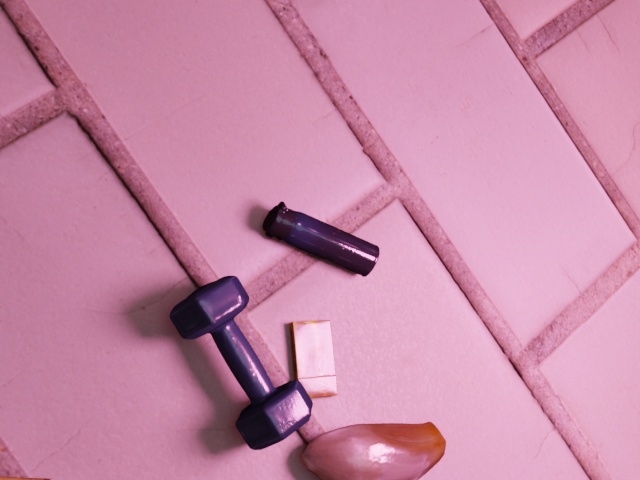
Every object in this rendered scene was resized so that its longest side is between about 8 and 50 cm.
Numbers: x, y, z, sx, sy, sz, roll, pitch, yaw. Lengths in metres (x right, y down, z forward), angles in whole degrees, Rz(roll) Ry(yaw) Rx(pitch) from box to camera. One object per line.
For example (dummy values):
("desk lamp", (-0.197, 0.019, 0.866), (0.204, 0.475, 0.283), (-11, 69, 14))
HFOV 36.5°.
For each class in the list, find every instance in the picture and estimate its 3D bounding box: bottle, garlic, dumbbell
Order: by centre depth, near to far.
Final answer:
("dumbbell", (-0.148, 0.229, 1.841), (0.144, 0.160, 0.325), (-30, 92, 2))
("garlic", (0.121, 0.432, 1.934), (0.318, 0.112, 0.143), (1, 58, -33))
("bottle", (0.000, 0.000, 2.001), (0.244, 0.082, 0.072), (25, 25, -18))

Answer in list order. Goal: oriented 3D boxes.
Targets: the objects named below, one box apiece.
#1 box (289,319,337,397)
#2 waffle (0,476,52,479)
("box", (-0.014, 0.240, 1.964), (0.089, 0.022, 0.156), (1, 78, -23))
("waffle", (-0.536, 0.457, 1.685), (0.135, 0.021, 0.092), (6, 76, -22))
